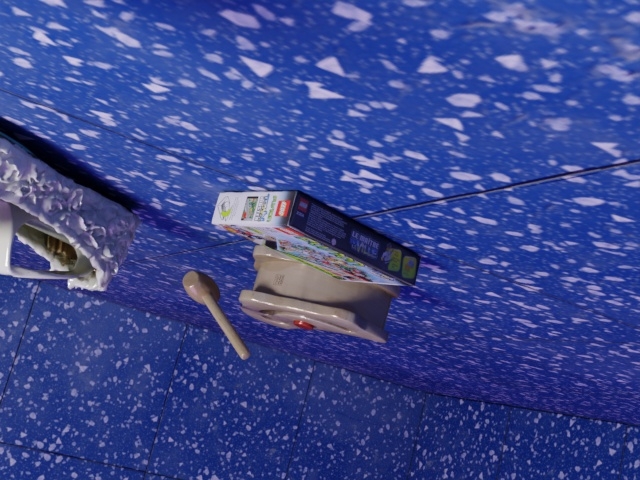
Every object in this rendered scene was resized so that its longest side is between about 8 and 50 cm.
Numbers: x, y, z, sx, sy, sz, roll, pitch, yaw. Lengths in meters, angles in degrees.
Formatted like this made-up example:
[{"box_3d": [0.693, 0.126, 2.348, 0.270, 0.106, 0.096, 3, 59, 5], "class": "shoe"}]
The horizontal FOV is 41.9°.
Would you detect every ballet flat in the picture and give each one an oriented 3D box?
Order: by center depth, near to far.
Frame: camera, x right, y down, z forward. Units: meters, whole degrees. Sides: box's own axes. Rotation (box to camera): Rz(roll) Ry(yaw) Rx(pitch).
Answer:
[{"box_3d": [-0.333, -0.035, 0.886, 0.147, 0.147, 0.409, 8, 166, 28], "class": "ballet flat"}]

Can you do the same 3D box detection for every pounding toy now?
[{"box_3d": [-0.041, 0.103, 1.116, 0.270, 0.154, 0.154, 10, 163, 21], "class": "pounding toy"}]

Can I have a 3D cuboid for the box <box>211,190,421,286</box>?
[{"box_3d": [0.000, 0.000, 0.880, 0.114, 0.036, 0.207, 2, 163, 44], "class": "box"}]
